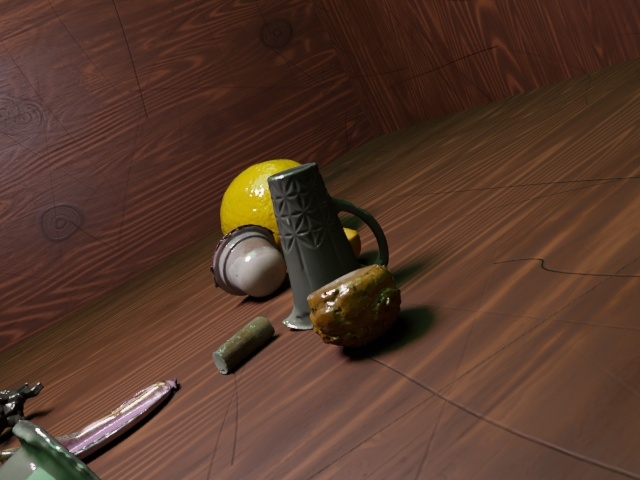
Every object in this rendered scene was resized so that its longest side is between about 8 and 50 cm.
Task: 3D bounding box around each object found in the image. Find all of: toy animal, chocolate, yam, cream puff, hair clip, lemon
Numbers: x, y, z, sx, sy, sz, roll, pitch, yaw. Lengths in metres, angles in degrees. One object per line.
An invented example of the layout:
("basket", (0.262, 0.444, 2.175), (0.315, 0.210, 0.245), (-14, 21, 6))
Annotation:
("toy animal", (-0.795, 0.437, 1.413), (0.245, 0.115, 0.146), (-35, 15, -30))
("chocolate", (-0.158, 0.076, 1.484), (0.221, 0.221, 0.147), (-33, 42, -25))
("yam", (-0.154, 0.206, 1.146), (0.132, 0.054, 0.054), (-37, 16, -34))
("cream puff", (0.059, 0.111, 0.935), (0.150, 0.115, 0.165), (-29, 1, -40))
("hair clip", (-0.432, 0.363, 1.095), (0.358, 0.096, 0.110), (-24, -25, -23))
("lemon", (-0.133, -0.084, 1.702), (0.335, 0.336, 0.336), (-26, 13, 6))

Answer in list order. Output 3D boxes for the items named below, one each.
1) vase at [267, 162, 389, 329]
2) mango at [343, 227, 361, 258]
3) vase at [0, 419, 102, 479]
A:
("vase", (0.000, 0.000, 1.136), (0.250, 0.301, 0.156), (-18, 13, -1))
("mango", (0.015, 0.047, 1.316), (0.141, 0.102, 0.217), (-7, 18, 32))
("vase", (-0.301, 0.356, 0.519), (0.245, 0.245, 0.291), (-13, 28, 49))
